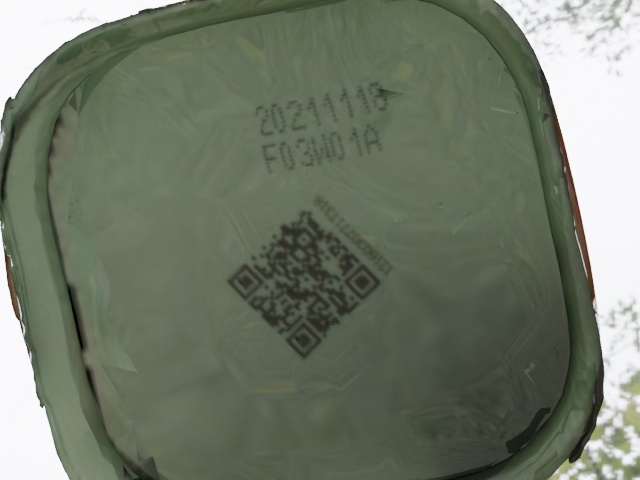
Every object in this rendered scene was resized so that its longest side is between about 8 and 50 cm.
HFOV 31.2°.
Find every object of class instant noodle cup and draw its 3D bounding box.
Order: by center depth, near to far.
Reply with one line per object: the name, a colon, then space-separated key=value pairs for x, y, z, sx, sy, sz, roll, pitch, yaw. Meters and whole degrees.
instant noodle cup: x=0.000 y=0.000 z=0.535 sx=0.293 sy=0.308 sz=0.294 roll=0 pitch=-85 yaw=4
